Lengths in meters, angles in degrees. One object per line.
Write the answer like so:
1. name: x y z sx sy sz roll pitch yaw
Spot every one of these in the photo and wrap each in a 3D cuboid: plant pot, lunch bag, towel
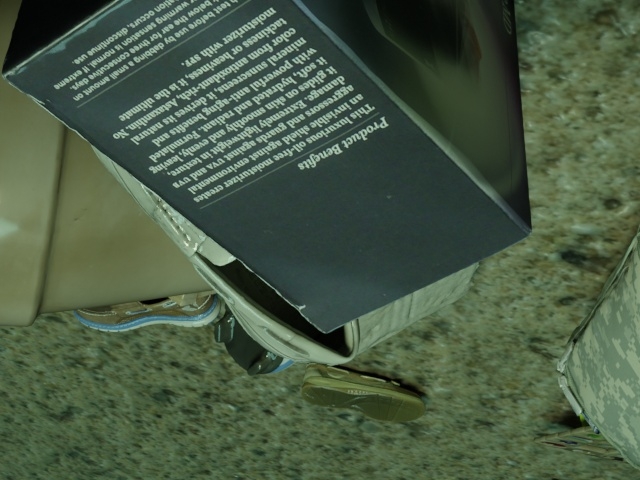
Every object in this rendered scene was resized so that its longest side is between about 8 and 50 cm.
1. plant pot: -0.146 -0.079 1.173 0.281 0.323 0.323 6 152 -13
2. lunch bag: 0.367 0.098 1.266 0.256 0.212 0.305 30 151 11
3. towel: 0.079 0.007 1.300 0.049 0.187 0.282 52 157 23

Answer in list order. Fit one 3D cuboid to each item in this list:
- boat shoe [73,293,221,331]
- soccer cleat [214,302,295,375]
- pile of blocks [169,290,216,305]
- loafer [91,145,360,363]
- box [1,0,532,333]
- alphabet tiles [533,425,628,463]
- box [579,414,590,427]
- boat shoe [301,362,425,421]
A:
1. boat shoe: -0.209 0.060 1.637 0.183 0.066 0.066 -4 140 16
2. soccer cleat: 0.000 0.000 1.397 0.116 0.143 0.331 45 132 17
3. pile of blocks: -0.212 -0.023 1.479 0.362 0.148 0.113 3 -169 40
4. loafer: -0.065 -0.032 1.011 0.111 0.112 0.319 25 157 54
5. box: -0.015 -0.154 0.919 0.183 0.296 0.294 -26 131 29
6. alphabet tiles: 0.389 0.245 1.610 0.237 0.009 0.198 13 165 -9
7. box: 0.378 0.191 1.559 0.178 0.042 0.109 5 148 21
8. boat shoe: 0.054 0.183 1.723 0.153 0.048 0.056 9 137 2
